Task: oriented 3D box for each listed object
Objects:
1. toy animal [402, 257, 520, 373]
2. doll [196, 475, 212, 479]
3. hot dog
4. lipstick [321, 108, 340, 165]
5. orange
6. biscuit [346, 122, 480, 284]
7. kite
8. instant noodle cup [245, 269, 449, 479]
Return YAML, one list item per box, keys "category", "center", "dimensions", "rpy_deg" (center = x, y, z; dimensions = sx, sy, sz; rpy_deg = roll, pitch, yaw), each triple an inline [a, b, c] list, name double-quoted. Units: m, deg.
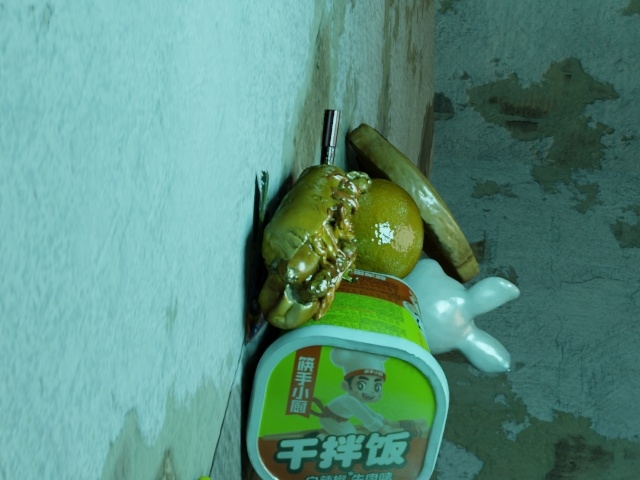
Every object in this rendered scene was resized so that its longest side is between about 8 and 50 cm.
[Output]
- category: "toy animal"
  center: [0.185, 0.144, 2.255]
  dimensions: [0.241, 0.367, 0.196]
  rpy_deg: [-95, -170, -74]
- category: "doll"
  center: [-0.108, 0.352, 1.302]
  dimensions: [0.199, 0.145, 0.363]
  rpy_deg: [57, 9, 18]
- category: "hot dog"
  center: [0.000, 0.000, 1.647]
  dimensions: [0.349, 0.117, 0.158]
  rpy_deg: [-61, 157, -67]
- category: "lipstick"
  center: [0.013, -0.137, 2.032]
  dimensions: [0.027, 0.027, 0.177]
  rpy_deg: [-8, 104, -81]
- category: "orange"
  center: [0.090, -0.013, 2.076]
  dimensions: [0.206, 0.206, 0.206]
  rpy_deg: [5, 90, -81]
- category: "biscuit"
  center: [0.197, -0.062, 2.394]
  dimensions: [0.350, 0.078, 0.455]
  rpy_deg: [53, -1, 14]
- category: "kite"
  center: [-0.073, 0.049, 1.635]
  dimensions: [0.321, 0.016, 0.234]
  rpy_deg: [82, 16, -55]
- category: "instant noodle cup"
  center: [0.041, 0.190, 1.717]
  dimensions: [0.308, 0.293, 0.294]
  rpy_deg: [-84, 175, -68]
